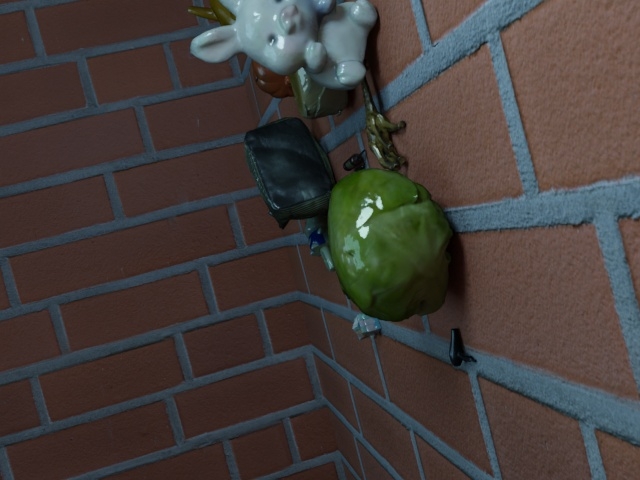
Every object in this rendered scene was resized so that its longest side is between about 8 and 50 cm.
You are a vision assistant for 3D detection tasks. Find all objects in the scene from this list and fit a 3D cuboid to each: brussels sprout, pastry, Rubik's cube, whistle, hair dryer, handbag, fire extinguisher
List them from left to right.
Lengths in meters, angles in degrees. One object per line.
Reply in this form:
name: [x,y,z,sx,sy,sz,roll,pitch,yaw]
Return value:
handbag: [-0.097,-0.201,2.259,0.240,0.247,0.341,98,149,-67]
pastry: [-0.014,-0.435,1.820,0.265,0.133,0.265,165,90,-80]
whistle: [0.000,0.000,2.442,0.110,0.092,0.245,103,152,-59]
fire extinguisher: [0.091,-0.202,1.869,0.173,0.035,0.049,160,98,-82]
Rubik's cube: [0.136,0.261,2.143,0.073,0.084,0.075,106,165,-61]
brussels sprout: [0.134,0.006,1.403,0.328,0.247,0.328,-18,-90,-85]
hair dryer: [0.295,0.226,1.450,0.083,0.031,0.079,11,107,63]

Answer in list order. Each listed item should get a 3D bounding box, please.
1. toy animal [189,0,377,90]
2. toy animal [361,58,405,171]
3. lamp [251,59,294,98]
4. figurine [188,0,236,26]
toy animal: [-0.077,-0.434,1.481,0.241,0.367,0.196,5,87,63]
toy animal: [0.125,-0.271,1.558,0.149,0.054,0.276,96,158,-56]
lamp: [-0.108,-0.507,2.075,0.188,0.187,0.164,88,167,-49]
figurine: [-0.228,-0.796,2.094,0.401,0.268,0.387,61,152,13]
